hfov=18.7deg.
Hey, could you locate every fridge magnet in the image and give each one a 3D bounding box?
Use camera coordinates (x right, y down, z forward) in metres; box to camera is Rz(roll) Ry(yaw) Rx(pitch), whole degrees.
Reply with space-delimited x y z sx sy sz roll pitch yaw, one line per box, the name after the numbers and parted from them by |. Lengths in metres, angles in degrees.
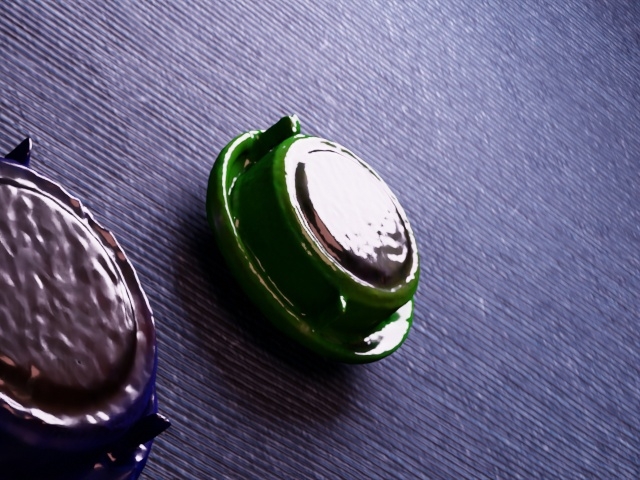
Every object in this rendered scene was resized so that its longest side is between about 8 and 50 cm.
-0.199 0.052 1.168 0.265 0.112 0.265 31 39 -30 | fridge magnet
0.000 0.000 1.504 0.208 0.088 0.208 34 36 -29 | fridge magnet
